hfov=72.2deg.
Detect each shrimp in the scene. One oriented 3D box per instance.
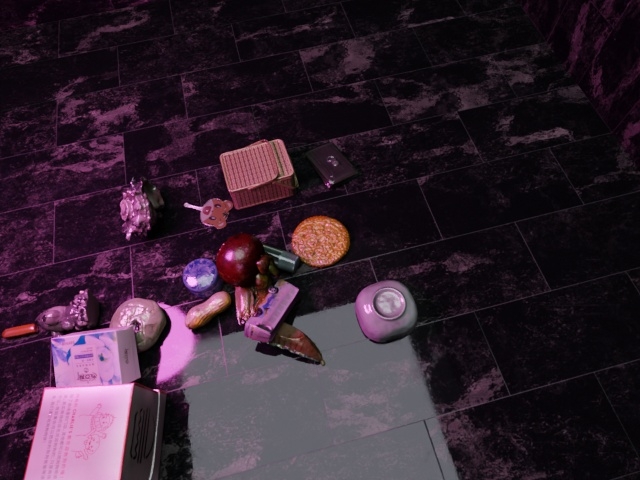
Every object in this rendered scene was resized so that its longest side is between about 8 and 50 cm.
[{"bbox_3d":[-0.274,0.242,1.780,0.154,0.062,0.294,2,62,-4],"label":"shrimp"}]

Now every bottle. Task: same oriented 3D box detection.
[{"bbox_3d":[-0.229,0.059,1.856,0.286,0.082,0.082,18,65,11],"label":"bottle"}]

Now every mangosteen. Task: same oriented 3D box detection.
[{"bbox_3d":[-0.281,0.094,1.725,0.258,0.215,0.215,28,67,2],"label":"mangosteen"}]

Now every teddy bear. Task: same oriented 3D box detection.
[{"bbox_3d":[-1.001,0.318,1.726,0.251,0.144,0.171,-24,79,-7],"label":"teddy bear"}]

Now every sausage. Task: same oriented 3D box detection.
[{"bbox_3d":[-1.207,0.365,1.761,0.131,0.041,0.039,-11,68,-3],"label":"sausage"}]

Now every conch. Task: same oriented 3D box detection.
[{"bbox_3d":[-0.790,-0.149,1.900,0.186,0.240,0.312,9,50,-8],"label":"conch"}]

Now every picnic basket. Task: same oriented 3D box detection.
[{"bbox_3d":[-0.274,-0.308,1.990,0.313,0.175,0.227,-15,63,-6],"label":"picnic basket"}]

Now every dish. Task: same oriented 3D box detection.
[{"bbox_3d":[0.261,0.264,1.716,0.257,0.117,0.256,-1,63,2],"label":"dish"}]

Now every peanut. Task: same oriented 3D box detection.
[{"bbox_3d":[-0.451,0.278,1.752,0.207,0.087,0.087,-35,67,-15],"label":"peanut"}]

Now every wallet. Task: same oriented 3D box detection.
[{"bbox_3d":[0.049,-0.366,2.082,0.169,0.052,0.245,-28,63,-15],"label":"wallet"}]

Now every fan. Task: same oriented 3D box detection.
[{"bbox_3d":[-0.520,-0.137,2.007,0.227,0.008,0.152,13,65,8],"label":"fan"}]

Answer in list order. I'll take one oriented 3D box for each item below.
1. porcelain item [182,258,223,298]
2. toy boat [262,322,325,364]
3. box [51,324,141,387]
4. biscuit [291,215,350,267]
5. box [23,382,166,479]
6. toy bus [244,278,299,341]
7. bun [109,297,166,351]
[{"bbox_3d":[-0.480,0.155,1.800,0.147,0.114,0.147,-1,62,2],"label":"porcelain item"},{"bbox_3d":[-0.107,0.385,1.684,0.293,0.099,0.108,22,40,13],"label":"toy boat"},{"bbox_3d":[-0.824,0.434,1.608,0.275,0.116,0.202,-8,88,11],"label":"box"},{"bbox_3d":[0.000,0.000,1.904,0.254,0.035,0.253,-1,63,2],"label":"biscuit"},{"bbox_3d":[-0.723,0.652,1.454,0.313,0.300,0.314,-4,63,1],"label":"box"},{"bbox_3d":[-0.185,0.268,1.688,0.112,0.090,0.274,22,41,11],"label":"toy bus"},{"bbox_3d":[-0.725,0.325,1.725,0.222,0.108,0.221,-1,63,2],"label":"bun"}]
